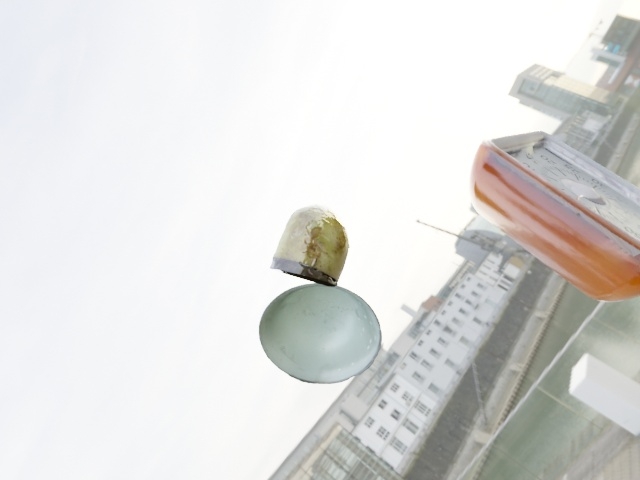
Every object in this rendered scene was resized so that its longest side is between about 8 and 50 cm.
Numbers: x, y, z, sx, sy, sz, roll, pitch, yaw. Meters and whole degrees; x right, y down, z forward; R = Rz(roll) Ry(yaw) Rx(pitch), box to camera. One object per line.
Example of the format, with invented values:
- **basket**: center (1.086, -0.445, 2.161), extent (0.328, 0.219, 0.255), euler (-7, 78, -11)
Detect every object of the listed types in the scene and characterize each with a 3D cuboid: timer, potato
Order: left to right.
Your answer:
- **potato**: center (0.000, 0.000, 0.520), extent (0.096, 0.066, 0.103), euler (20, -103, -37)
- **timer**: center (0.339, -0.039, 0.579), extent (0.250, 0.257, 0.161), euler (-4, -47, -57)

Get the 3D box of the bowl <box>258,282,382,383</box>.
- **bowl**: center (0.003, 0.217, 1.127), extent (0.146, 0.314, 0.313), euler (-77, 10, -67)
